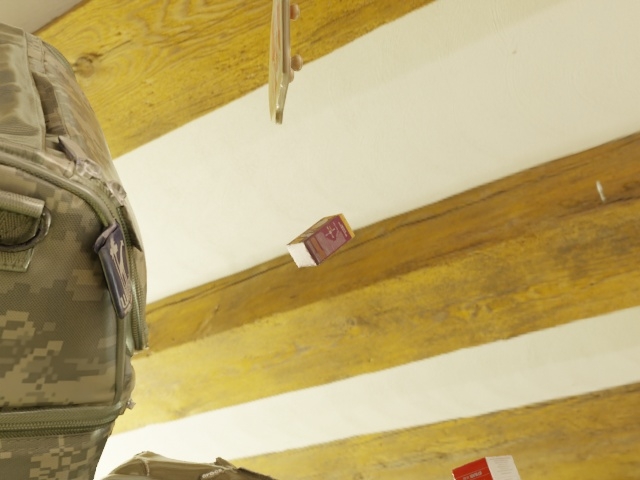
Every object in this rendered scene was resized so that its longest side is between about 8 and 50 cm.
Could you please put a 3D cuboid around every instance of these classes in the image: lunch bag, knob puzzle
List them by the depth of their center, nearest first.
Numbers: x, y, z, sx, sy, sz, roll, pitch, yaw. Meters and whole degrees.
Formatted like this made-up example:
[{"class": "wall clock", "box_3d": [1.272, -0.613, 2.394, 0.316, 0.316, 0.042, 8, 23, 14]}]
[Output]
[{"class": "lunch bag", "box_3d": [-0.233, 0.004, 0.423, 0.212, 0.305, 0.256, 9, -64, -32]}, {"class": "knob puzzle", "box_3d": [-0.045, -0.234, 0.794, 0.030, 0.213, 0.213, 1, -52, -9]}]

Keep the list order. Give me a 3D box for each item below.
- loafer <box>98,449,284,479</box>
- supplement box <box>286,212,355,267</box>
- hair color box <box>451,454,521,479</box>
[{"class": "loafer", "box_3d": [-0.080, 0.241, 0.580, 0.251, 0.087, 0.094, 13, -70, 0]}, {"class": "supplement box", "box_3d": [0.000, 0.000, 0.929, 0.055, 0.083, 0.043, -9, -65, 57]}, {"class": "hair color box", "box_3d": [0.227, 0.352, 0.759, 0.053, 0.167, 0.093, -33, -31, 25]}]
